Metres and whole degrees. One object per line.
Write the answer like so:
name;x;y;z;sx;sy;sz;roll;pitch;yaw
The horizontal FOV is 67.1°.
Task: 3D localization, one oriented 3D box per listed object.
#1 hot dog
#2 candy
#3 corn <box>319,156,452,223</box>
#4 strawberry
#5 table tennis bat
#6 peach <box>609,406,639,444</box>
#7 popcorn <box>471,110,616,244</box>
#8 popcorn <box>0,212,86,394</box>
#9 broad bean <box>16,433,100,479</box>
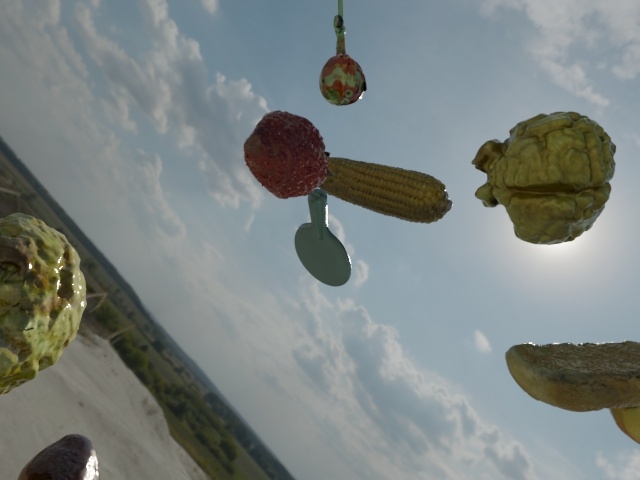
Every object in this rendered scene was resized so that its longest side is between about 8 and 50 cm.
hot dog;0.368;0.189;0.662;0.084;0.242;0.074;-122;-145;-69
candy;0.041;-0.384;0.891;0.078;0.084;0.288;125;-33;-76
corn;0.141;-0.127;1.157;0.363;0.120;0.120;22;-32;32
strawberry;-0.051;-0.134;0.741;0.131;0.131;0.148;44;0;14
table tennis bat;0.000;0.000;1.005;0.152;0.040;0.244;26;-42;32
peach;0.571;0.286;0.840;0.151;0.151;0.118;41;-8;20
popcorn;0.433;-0.116;0.930;0.270;0.224;0.258;33;-34;-14
popcorn;-0.447;0.077;0.625;0.282;0.282;0.247;40;-44;23
broad bean;-0.374;0.354;0.695;0.114;0.085;0.165;28;5;-11
